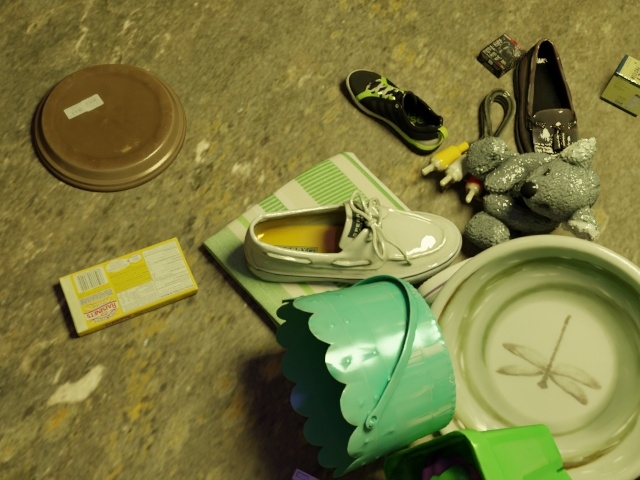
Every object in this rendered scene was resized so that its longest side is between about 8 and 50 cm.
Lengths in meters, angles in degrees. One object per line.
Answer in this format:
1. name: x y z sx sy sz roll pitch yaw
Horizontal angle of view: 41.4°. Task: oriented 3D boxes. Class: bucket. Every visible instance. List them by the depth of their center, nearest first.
1. bucket: 0.063 0.191 1.260 0.183 0.281 0.281 -15 66 -19

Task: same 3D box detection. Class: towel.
1. towel: 0.000 0.000 1.476 0.324 0.038 0.248 -37 72 -20

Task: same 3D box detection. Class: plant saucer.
1. plant saucer: 0.356 0.190 1.313 0.400 0.100 0.401 1 92 21
2. plant saucer: -0.385 -0.216 1.544 0.277 0.041 0.278 2 64 -4

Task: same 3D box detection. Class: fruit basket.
1. fruit basket: 0.192 0.442 1.102 0.391 0.283 0.392 10 63 -21

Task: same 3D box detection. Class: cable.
1. cable: 0.311 -0.175 1.573 0.139 0.072 0.287 36 66 8

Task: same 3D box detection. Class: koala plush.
1. koala plush: 0.385 -0.084 1.431 0.203 0.221 0.196 3 85 -26

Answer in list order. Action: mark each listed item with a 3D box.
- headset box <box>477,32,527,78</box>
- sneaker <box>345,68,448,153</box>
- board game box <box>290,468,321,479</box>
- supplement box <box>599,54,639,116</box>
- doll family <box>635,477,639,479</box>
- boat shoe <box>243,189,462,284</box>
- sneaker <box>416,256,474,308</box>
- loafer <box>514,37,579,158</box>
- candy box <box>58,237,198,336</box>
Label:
1. headset box: 0.367 -0.374 1.702 0.083 0.032 0.062 -38 73 -22
2. sneaker: 0.149 -0.262 1.587 0.234 0.097 0.084 40 66 14
3. board game box: 0.024 0.444 1.250 0.201 0.035 0.136 24 63 6
4. supplement box: 0.609 -0.303 1.661 0.083 0.083 0.056 30 64 9
5. doll family: 0.501 0.377 1.306 0.163 0.118 0.263 38 84 6
6. boat shoe: 0.058 -0.015 1.378 0.366 0.156 0.136 1 63 -3
7. sneaker: 0.308 0.106 1.417 0.282 0.102 0.161 -12 68 -12
8. loafer: 0.429 -0.246 1.608 0.109 0.095 0.303 -1 63 -6
9. candy box: -0.318 0.075 1.408 0.205 0.027 0.105 -20 69 -15
